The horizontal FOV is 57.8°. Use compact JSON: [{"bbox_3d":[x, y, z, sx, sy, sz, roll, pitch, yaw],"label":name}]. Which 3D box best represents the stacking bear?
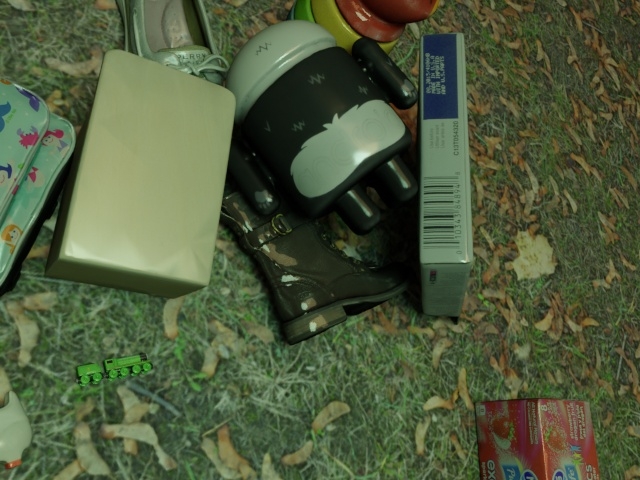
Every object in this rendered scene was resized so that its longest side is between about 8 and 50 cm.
[{"bbox_3d":[0.053,-0.309,0.810,0.164,0.289,0.175,40,57,-16],"label":"stacking bear"}]

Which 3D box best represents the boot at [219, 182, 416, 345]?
[{"bbox_3d":[0.000,0.000,0.800,0.263,0.091,0.229,-19,78,-41],"label":"boot"}]

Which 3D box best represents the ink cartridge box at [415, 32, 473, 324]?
[{"bbox_3d":[0.175,-0.066,0.854,0.071,0.330,0.324,0,69,9],"label":"ink cartridge box"}]

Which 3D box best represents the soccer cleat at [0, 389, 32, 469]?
[{"bbox_3d":[-0.364,0.191,0.514,0.196,0.068,0.076,-8,73,-42],"label":"soccer cleat"}]

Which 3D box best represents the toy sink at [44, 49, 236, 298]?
[{"bbox_3d":[-0.203,-0.065,0.661,0.152,0.131,0.234,14,72,-29],"label":"toy sink"}]

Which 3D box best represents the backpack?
[{"bbox_3d":[-0.381,-0.068,0.521,0.253,0.191,0.225,25,63,-18],"label":"backpack"}]

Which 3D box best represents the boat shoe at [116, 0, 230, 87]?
[{"bbox_3d":[-0.192,-0.268,0.753,0.118,0.103,0.321,-9,80,-34],"label":"boat shoe"}]

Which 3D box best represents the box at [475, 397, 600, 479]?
[{"bbox_3d":[0.325,0.368,0.858,0.122,0.128,0.257,12,69,-30],"label":"box"}]

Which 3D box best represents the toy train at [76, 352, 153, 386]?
[{"bbox_3d":[-0.228,0.142,0.644,0.083,0.017,0.024,-6,67,-34],"label":"toy train"}]

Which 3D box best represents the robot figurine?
[{"bbox_3d":[0.002,-0.139,0.731,0.278,0.173,0.209,52,48,4],"label":"robot figurine"}]
